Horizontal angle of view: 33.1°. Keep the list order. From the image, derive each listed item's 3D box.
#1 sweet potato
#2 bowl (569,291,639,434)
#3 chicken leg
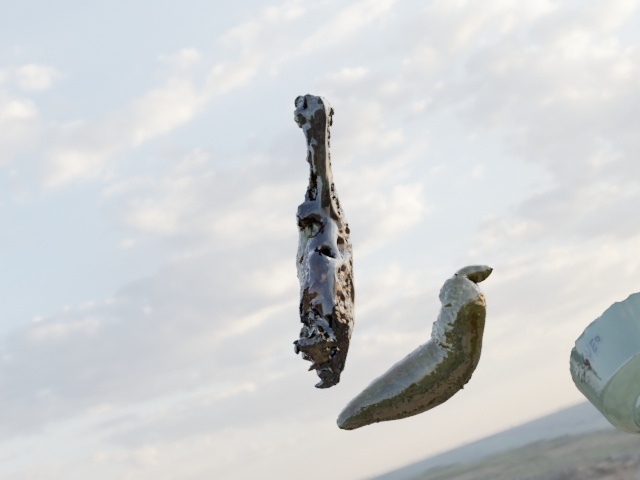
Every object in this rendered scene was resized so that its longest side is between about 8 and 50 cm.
[{"bbox_3d":[0.159,0.170,1.533,0.310,0.124,0.098,-49,22,5],"label":"sweet potato"},{"bbox_3d":[0.436,0.172,1.372,0.211,0.112,0.211,-7,-51,-9],"label":"bowl"},{"bbox_3d":[0.000,0.000,0.914,0.051,0.253,0.106,-5,-17,5],"label":"chicken leg"}]
